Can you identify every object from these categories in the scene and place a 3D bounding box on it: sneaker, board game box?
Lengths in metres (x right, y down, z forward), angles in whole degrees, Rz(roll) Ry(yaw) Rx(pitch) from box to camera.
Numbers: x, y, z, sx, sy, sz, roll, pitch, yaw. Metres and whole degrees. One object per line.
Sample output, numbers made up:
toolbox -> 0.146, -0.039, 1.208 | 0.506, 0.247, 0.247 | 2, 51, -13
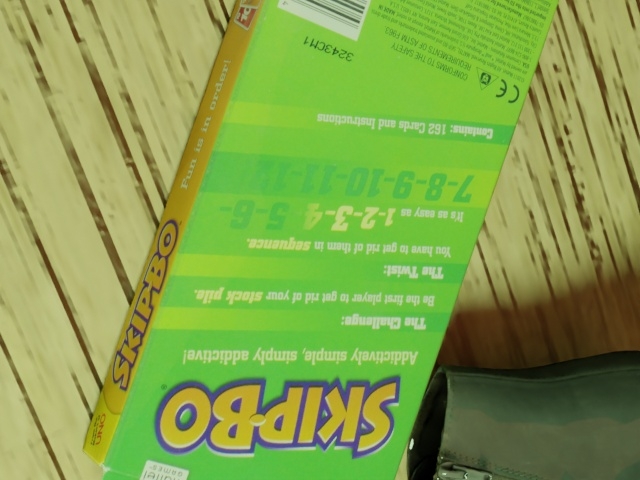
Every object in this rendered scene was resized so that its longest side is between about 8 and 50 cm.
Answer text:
sneaker -> 0.090, 0.149, 0.666 | 0.118, 0.083, 0.222 | 2, 105, -9
board game box -> 0.000, 0.000, 0.607 | 0.124, 0.039, 0.259 | 20, 86, -28
